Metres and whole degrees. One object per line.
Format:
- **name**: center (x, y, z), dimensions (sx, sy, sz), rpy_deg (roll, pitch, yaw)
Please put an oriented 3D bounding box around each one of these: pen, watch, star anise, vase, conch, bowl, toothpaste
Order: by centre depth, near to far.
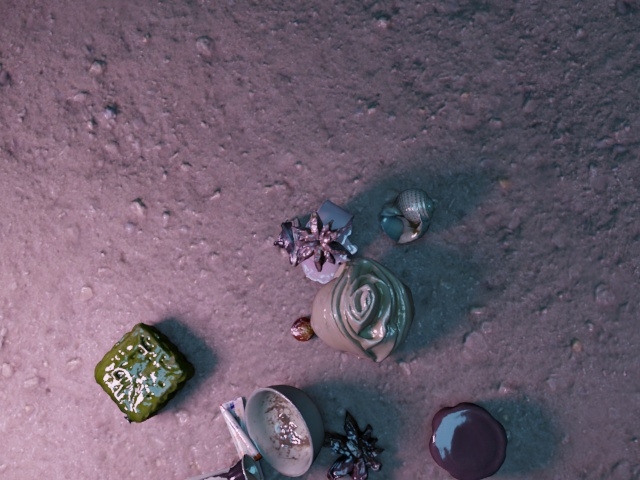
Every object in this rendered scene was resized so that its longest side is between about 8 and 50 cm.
- **star anise**: center (0.000, 0.000, 1.696), dimensions (0.182, 0.065, 0.195), rpy_deg (-11, 97, 19)
- **vase**: center (-0.368, 0.793, 1.758), dimensions (0.360, 0.165, 0.165), rpy_deg (-28, 81, 5)
- **bowl**: center (-0.088, 0.571, 1.776), dimensions (0.289, 0.146, 0.290), rpy_deg (14, 112, 38)
- **star anise**: center (0.095, 0.675, 1.799), dimensions (0.220, 0.099, 0.214), rpy_deg (38, 76, 8)
- **pen**: center (-0.261, 0.616, 1.823), dimensions (0.026, 0.026, 0.218), rpy_deg (-40, 70, -3)
- **watch**: center (0.022, 0.009, 1.837), dimensions (0.196, 0.231, 0.244), rpy_deg (32, 81, 4)
- **toothpaste**: center (-0.245, 0.676, 1.840), dimensions (0.058, 0.056, 0.315), rpy_deg (-8, 71, -42)
- **conch**: center (0.301, -0.086, 1.888), dimensions (0.131, 0.199, 0.173), rpy_deg (-16, 95, -38)

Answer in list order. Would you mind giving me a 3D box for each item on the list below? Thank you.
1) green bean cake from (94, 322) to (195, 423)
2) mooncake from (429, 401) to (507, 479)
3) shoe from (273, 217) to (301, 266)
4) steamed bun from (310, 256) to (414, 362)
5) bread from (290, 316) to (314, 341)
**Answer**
- **green bean cake**: center (-0.575, 0.428, 1.843), dimensions (0.250, 0.156, 0.247), rpy_deg (44, 84, 8)
- **mooncake**: center (0.456, 0.625, 1.767), dimensions (0.244, 0.133, 0.245), rpy_deg (0, 81, 3)
- **shoe**: center (-0.113, 0.007, 1.928), dimensions (0.099, 0.071, 0.169), rpy_deg (-2, 77, 6)
- **steamed bun**: center (0.149, 0.228, 1.776), dimensions (0.324, 0.219, 0.310), rpy_deg (36, 83, -10)
- **bread**: center (-0.058, 0.296, 1.885), dimensions (0.084, 0.053, 0.085), rpy_deg (0, 81, 3)
